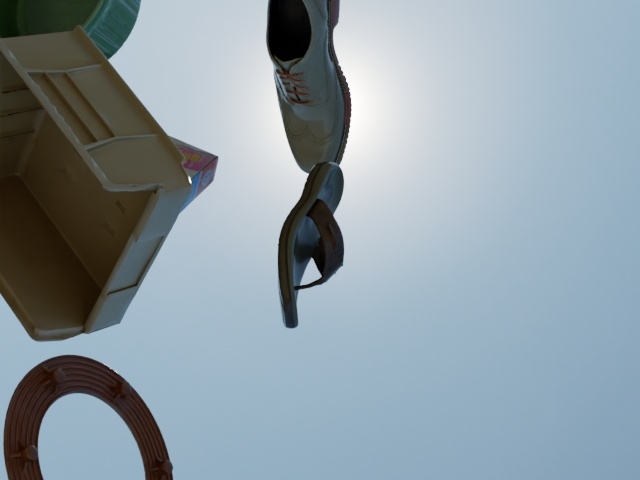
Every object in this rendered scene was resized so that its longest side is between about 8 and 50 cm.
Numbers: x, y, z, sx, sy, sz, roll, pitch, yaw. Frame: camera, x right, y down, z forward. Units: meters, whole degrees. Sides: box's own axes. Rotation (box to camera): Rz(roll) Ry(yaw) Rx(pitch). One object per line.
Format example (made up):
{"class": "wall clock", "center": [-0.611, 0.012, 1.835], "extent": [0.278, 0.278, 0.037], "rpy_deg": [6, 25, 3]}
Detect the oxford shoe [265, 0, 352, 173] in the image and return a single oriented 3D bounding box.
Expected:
{"class": "oxford shoe", "center": [-0.040, -0.288, 2.088], "extent": [0.140, 0.397, 0.146], "rpy_deg": [3, -157, 25]}

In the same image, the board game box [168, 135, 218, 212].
{"class": "board game box", "center": [-0.394, -0.150, 2.350], "extent": [0.316, 0.064, 0.242], "rpy_deg": [24, -145, 11]}

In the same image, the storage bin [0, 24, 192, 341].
{"class": "storage bin", "center": [-0.297, -0.060, 1.363], "extent": [0.260, 0.123, 0.262], "rpy_deg": [51, -48, 20]}

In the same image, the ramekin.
{"class": "ramekin", "center": [-0.465, -0.437, 2.118], "extent": [0.303, 0.148, 0.303], "rpy_deg": [-5, -104, 18]}

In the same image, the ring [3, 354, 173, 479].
{"class": "ring", "center": [-0.321, 0.322, 1.742], "extent": [0.032, 0.336, 0.337], "rpy_deg": [-26, -143, 29]}

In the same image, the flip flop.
{"class": "flip flop", "center": [0.000, 0.000, 1.616], "extent": [0.080, 0.112, 0.277], "rpy_deg": [10, -136, 13]}
